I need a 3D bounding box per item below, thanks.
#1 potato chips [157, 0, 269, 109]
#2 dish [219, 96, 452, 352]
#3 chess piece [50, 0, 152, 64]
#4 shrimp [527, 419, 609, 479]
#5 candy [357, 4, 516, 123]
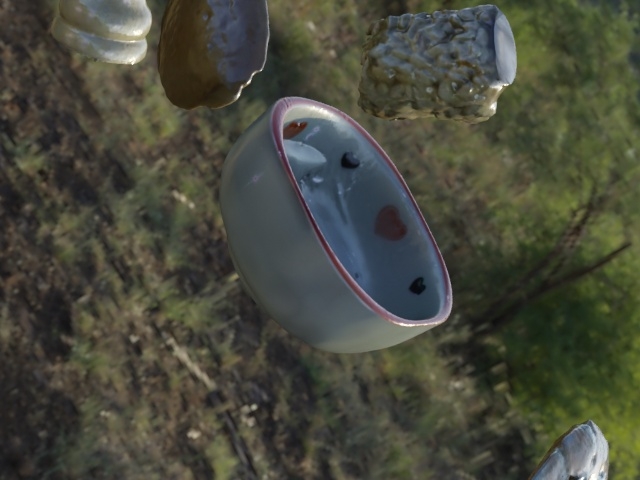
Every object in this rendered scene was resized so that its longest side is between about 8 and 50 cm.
[{"bbox_3d":[-0.133,-0.244,1.342,0.049,0.150,0.202,29,54,-55],"label":"potato chips"},{"bbox_3d":[0.000,0.000,1.050,0.256,0.117,0.256,42,28,-29],"label":"dish"},{"bbox_3d":[-0.278,-0.386,1.591,0.142,0.261,0.143,16,22,-6],"label":"chess piece"},{"bbox_3d":[0.150,0.270,0.907,0.317,0.062,0.164,-50,140,-29],"label":"shrimp"},{"bbox_3d":[0.082,-0.125,0.826,0.095,0.110,0.085,88,3,-74],"label":"candy"}]
